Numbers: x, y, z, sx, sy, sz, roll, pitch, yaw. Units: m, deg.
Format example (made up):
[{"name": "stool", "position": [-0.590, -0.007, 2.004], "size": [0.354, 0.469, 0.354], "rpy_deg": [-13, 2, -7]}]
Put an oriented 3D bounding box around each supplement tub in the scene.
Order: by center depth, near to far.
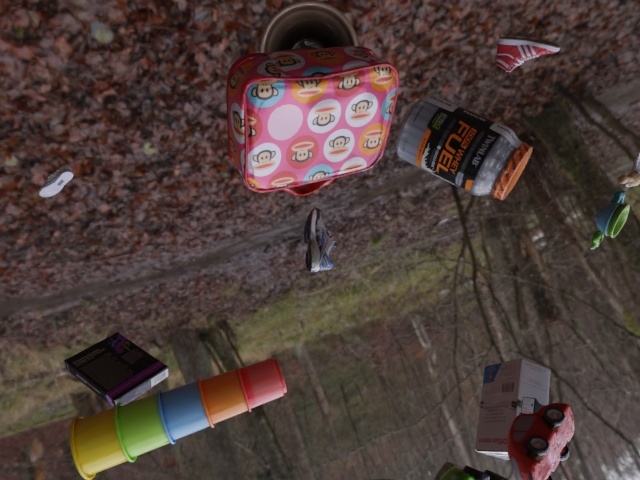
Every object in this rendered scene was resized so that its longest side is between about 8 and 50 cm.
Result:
[{"name": "supplement tub", "position": [0.379, -0.245, 1.319], "size": [0.193, 0.315, 0.194], "rpy_deg": [-46, 155, -29]}]

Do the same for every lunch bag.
[{"name": "lunch bag", "position": [-0.015, -0.197, 0.877], "size": [0.292, 0.120, 0.258], "rpy_deg": [-13, 133, -23]}]

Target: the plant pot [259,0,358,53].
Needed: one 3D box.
[{"name": "plant pot", "position": [-0.034, -0.516, 1.395], "size": [0.262, 0.263, 0.229], "rpy_deg": [-19, -164, 2]}]

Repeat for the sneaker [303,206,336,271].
[{"name": "sneaker", "position": [0.000, 0.000, 0.981], "size": [0.058, 0.136, 0.052], "rpy_deg": [5, 159, -18]}]

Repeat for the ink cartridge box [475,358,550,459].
[{"name": "ink cartridge box", "position": [0.411, 0.365, 1.063], "size": [0.082, 0.191, 0.140], "rpy_deg": [19, 155, -8]}]

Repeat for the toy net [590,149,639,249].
[{"name": "toy net", "position": [0.610, -0.085, 0.979], "size": [0.232, 0.045, 0.122], "rpy_deg": [-48, 138, -16]}]

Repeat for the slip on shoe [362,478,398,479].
[{"name": "slip on shoe", "position": [0.157, 0.693, 1.330], "size": [0.331, 0.123, 0.101], "rpy_deg": [-29, 167, 40]}]

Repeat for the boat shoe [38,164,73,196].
[{"name": "boat shoe", "position": [-0.625, -0.142, 1.165], "size": [0.100, 0.035, 0.035], "rpy_deg": [-37, 149, 14]}]

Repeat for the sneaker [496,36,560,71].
[{"name": "sneaker", "position": [0.417, -0.373, 1.004], "size": [0.118, 0.067, 0.042], "rpy_deg": [18, -149, 24]}]

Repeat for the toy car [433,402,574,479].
[{"name": "toy car", "position": [0.160, 0.248, 0.469], "size": [0.053, 0.239, 0.225], "rpy_deg": [9, 161, 46]}]

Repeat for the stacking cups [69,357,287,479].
[{"name": "stacking cups", "position": [-0.207, 0.269, 0.767], "size": [0.316, 0.096, 0.096], "rpy_deg": [-15, 168, -11]}]

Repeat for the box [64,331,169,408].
[{"name": "box", "position": [-0.385, 0.241, 0.936], "size": [0.162, 0.029, 0.116], "rpy_deg": [23, -148, 29]}]
